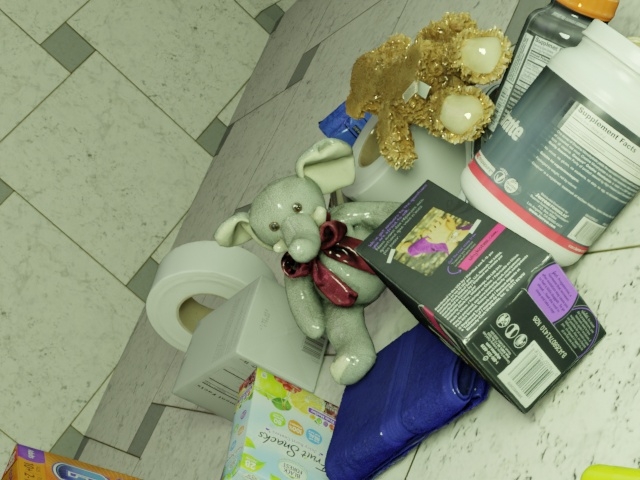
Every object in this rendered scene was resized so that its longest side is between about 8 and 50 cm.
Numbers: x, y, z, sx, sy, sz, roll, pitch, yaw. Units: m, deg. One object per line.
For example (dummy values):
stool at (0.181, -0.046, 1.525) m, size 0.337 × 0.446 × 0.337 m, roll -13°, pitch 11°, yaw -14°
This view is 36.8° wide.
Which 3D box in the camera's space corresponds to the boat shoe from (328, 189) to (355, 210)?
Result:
boat shoe at (0.053, -0.027, 1.874) m, size 0.130 × 0.132 × 0.355 m, roll -50°, pitch 19°, yaw 24°

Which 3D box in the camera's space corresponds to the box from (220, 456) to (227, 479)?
box at (-0.116, 0.426, 1.713) m, size 0.201 × 0.057 × 0.293 m, roll -38°, pitch 28°, yaw 47°

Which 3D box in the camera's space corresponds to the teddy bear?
teddy bear at (0.169, -0.229, 1.451) m, size 0.338 × 0.113 × 0.245 m, roll -14°, pitch 68°, yaw 58°

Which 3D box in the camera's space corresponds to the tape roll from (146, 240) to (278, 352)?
tape roll at (-0.235, 0.137, 2.117) m, size 0.286 × 0.286 × 0.100 m, roll -45°, pitch 24°, yaw 36°

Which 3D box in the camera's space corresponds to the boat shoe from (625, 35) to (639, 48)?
boat shoe at (0.413, -0.232, 1.391) m, size 0.170 × 0.063 × 0.059 m, roll -42°, pitch 28°, yaw 60°

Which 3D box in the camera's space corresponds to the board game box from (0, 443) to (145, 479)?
board game box at (-0.382, 0.594, 1.545) m, size 0.356 × 0.356 × 0.356 m, roll -68°, pitch 20°, yaw 0°

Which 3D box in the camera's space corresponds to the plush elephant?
plush elephant at (0.000, 0.000, 1.481) m, size 0.272 × 0.255 × 0.330 m, roll -48°, pitch 39°, yaw 15°

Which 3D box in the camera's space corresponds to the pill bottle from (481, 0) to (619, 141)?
pill bottle at (0.328, -0.236, 1.347) m, size 0.130 × 0.130 × 0.245 m, roll -101°, pitch 28°, yaw -63°

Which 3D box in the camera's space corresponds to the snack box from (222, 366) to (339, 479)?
snack box at (-0.055, 0.327, 1.529) m, size 0.070 × 0.174 × 0.207 m, roll -50°, pitch 21°, yaw 35°

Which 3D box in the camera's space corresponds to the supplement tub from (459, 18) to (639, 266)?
supplement tub at (0.326, -0.121, 1.223) m, size 0.272 × 0.191 × 0.191 m, roll -53°, pitch 19°, yaw 17°

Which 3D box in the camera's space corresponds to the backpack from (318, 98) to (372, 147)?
backpack at (0.074, -0.268, 2.254) m, size 0.120 × 0.098 × 0.101 m, roll -43°, pitch 30°, yaw 7°

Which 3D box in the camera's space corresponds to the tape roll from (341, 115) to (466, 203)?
tape roll at (0.172, -0.140, 1.685) m, size 0.246 × 0.169 × 0.246 m, roll -49°, pitch 20°, yaw 25°

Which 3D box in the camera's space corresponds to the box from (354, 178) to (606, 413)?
box at (0.191, 0.062, 1.197) m, size 0.143 × 0.165 × 0.270 m, roll -44°, pitch 33°, yaw -3°

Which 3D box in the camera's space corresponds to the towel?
towel at (0.133, 0.218, 1.395) m, size 0.308 × 0.076 × 0.227 m, roll -44°, pitch 17°, yaw 39°

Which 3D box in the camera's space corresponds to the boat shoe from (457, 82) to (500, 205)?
boat shoe at (0.281, -0.129, 1.491) m, size 0.102 × 0.108 × 0.301 m, roll -32°, pitch 35°, yaw 54°

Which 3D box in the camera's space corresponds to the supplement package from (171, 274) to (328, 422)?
supplement package at (-0.135, 0.224, 1.891) m, size 0.293 × 0.175 × 0.177 m, roll -35°, pitch 31°, yaw 50°

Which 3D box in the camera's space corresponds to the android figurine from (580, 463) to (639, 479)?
android figurine at (0.257, 0.334, 0.915) m, size 0.273 × 0.056 × 0.248 m, roll -14°, pitch 48°, yaw 62°
